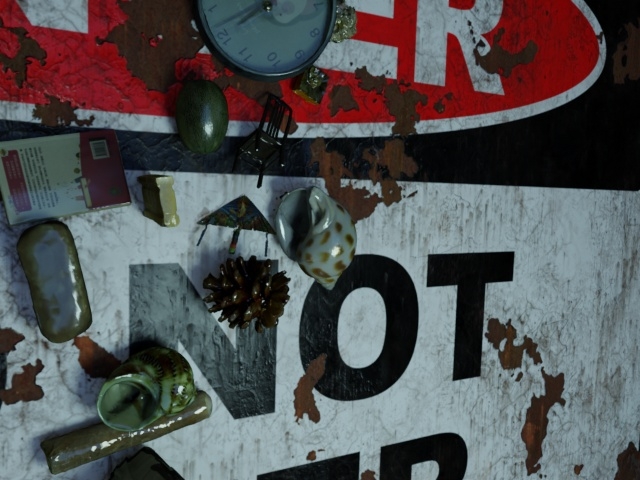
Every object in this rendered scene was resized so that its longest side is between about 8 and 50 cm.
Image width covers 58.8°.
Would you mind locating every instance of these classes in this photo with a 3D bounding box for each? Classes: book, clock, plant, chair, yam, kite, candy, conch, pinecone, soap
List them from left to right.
[{"bbox_3d":[-0.517,0.079,1.112,0.102,0.104,0.234,-15,102,-22],"label":"candy"},{"bbox_3d":[-0.510,-0.128,1.129,0.231,0.022,0.162,-14,91,-26],"label":"book"},{"bbox_3d":[-0.403,0.406,1.223,0.356,0.081,0.081,-13,102,-27],"label":"yam"},{"bbox_3d":[-0.355,0.316,1.202,0.181,0.124,0.187,29,80,-5],"label":"conch"},{"bbox_3d":[-0.321,-0.082,1.118,0.037,0.252,0.092,-12,102,-23],"label":"soap"},{"bbox_3d":[-0.188,-0.037,1.296,0.182,0.010,0.160,9,61,-2],"label":"kite"},{"bbox_3d":[-0.165,0.113,1.268,0.195,0.179,0.150,2,125,-7],"label":"pinecone"},{"bbox_3d":[-0.131,-0.236,1.316,0.084,0.101,0.213,32,43,-28],"label":"chair"},{"bbox_3d":[-0.118,-0.514,1.251,0.318,0.066,0.319,-2,99,-14],"label":"clock"},{"bbox_3d":[0.000,0.000,1.362,0.148,0.182,0.275,-20,114,-58],"label":"conch"},{"bbox_3d":[0.037,-0.551,1.380,0.116,0.104,0.122,46,38,-59],"label":"plant"}]

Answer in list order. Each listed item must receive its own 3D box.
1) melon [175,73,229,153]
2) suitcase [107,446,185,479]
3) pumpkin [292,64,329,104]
[{"bbox_3d":[-0.252,-0.270,1.214,0.114,0.114,0.167,0,98,-29],"label":"melon"},{"bbox_3d":[-0.298,0.626,1.153,0.194,0.339,0.352,-41,113,-20],"label":"suitcase"},{"bbox_3d":[-0.020,-0.378,1.366,0.074,0.054,0.083,24,79,-33],"label":"pumpkin"}]
